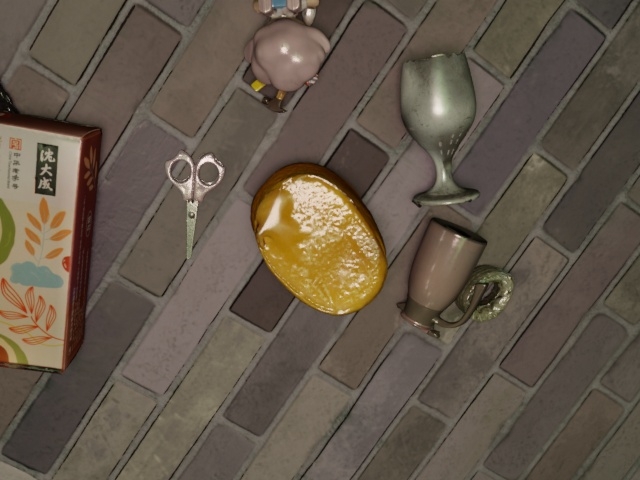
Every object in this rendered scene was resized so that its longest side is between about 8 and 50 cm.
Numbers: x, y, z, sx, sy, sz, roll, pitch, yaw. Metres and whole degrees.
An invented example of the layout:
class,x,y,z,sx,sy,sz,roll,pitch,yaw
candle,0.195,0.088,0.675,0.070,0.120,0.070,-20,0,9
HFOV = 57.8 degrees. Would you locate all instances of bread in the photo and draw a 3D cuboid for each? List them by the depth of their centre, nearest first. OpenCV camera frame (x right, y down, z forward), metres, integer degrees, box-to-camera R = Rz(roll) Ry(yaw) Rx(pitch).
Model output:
class,x,y,z,sx,sy,sz,roll,pitch,yaw
bread,0.000,0.000,0.964,0.195,0.142,0.269,-37,101,4

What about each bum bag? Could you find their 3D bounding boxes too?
class,x,y,z,sx,sy,sz,roll,pitch,yaw
bum bag,-0.509,-0.204,0.920,0.058,0.034,0.124,-26,106,0

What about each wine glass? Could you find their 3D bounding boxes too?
class,x,y,z,sx,sy,sz,roll,pitch,yaw
wine glass,0.198,-0.182,0.961,0.127,0.126,0.241,-10,105,-5

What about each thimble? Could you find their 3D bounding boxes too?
class,x,y,z,sx,sy,sz,roll,pitch,yaw
thimble,0.301,0.094,1.059,0.110,0.062,0.084,-38,106,2

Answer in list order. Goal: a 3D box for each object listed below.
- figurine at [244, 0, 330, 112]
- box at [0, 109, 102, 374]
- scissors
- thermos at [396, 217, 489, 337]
class,x,y,z,sx,sy,sz,roll,pitch,yaw
figurine,-0.053,-0.323,0.915,0.138,0.112,0.228,-1,92,-1
box,-0.541,-0.009,0.892,0.345,0.122,0.384,9,106,-8
scissors,-0.220,-0.059,0.995,0.100,0.015,0.188,5,103,-6
thermos,0.218,0.074,1.016,0.137,0.105,0.193,29,104,25
